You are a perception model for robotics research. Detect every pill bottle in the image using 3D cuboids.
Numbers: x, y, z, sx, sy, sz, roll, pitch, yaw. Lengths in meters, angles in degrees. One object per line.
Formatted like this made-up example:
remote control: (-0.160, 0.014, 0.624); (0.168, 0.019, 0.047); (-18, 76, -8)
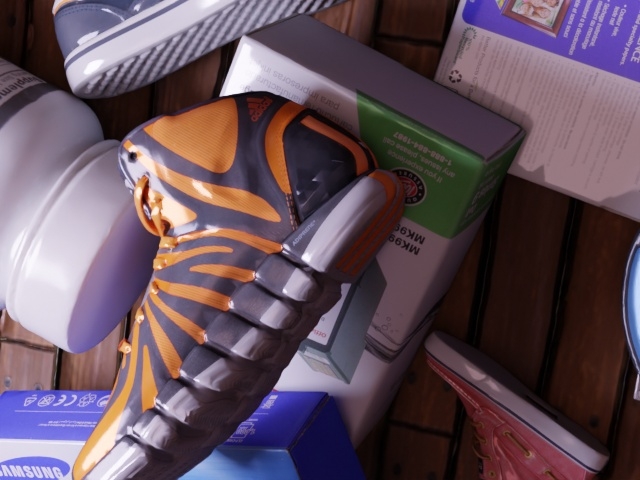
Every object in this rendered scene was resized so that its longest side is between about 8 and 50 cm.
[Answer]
pill bottle: (-0.312, -0.065, 1.186); (0.361, 0.204, 0.204); (29, 106, 10)

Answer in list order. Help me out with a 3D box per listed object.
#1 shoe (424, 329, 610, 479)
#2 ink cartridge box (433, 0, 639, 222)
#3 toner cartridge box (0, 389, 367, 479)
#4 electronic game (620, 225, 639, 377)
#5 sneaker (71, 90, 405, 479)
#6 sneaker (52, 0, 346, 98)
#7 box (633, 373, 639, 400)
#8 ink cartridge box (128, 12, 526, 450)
shoe: (0.143, 0.154, 1.162); (0.178, 0.063, 0.081); (36, 103, 2)
ink cartridge box: (0.202, -0.139, 1.107); (0.208, 0.045, 0.206); (22, 105, 13)
toner cartridge box: (-0.125, 0.209, 1.172); (0.348, 0.075, 0.165); (-4, 119, 33)
electronic game: (0.322, 0.052, 1.026); (0.229, 0.048, 0.229); (6, 100, 40)
sneaker: (-0.100, 0.032, 1.023); (0.180, 0.124, 0.321); (40, 88, 16)
sneaker: (-0.073, -0.229, 1.131); (0.321, 0.126, 0.127); (-20, 80, 10)
box: (0.356, 0.085, 1.104); (0.207, 0.036, 0.114); (8, 101, 15)
ink cartridge box: (0.000, 0.000, 1.126); (0.211, 0.121, 0.289); (28, 116, 11)
